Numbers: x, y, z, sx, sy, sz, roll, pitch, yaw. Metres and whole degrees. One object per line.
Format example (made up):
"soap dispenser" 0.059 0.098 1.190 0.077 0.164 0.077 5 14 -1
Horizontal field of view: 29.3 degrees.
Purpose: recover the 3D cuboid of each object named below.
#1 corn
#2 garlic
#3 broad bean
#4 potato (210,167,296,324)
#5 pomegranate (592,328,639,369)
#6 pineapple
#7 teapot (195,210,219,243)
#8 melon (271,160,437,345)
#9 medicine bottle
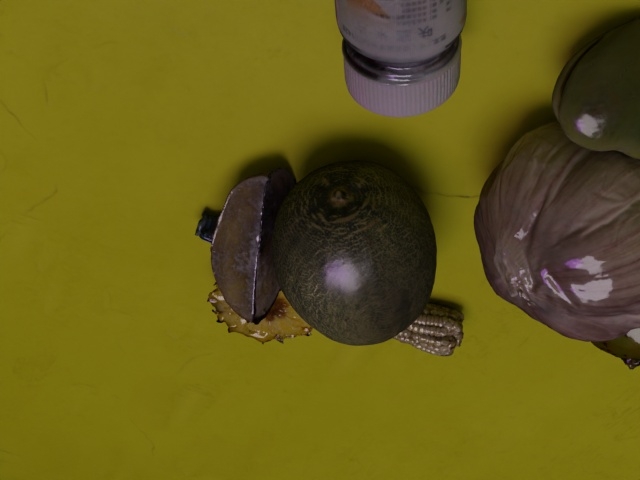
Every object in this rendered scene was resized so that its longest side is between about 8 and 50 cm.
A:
"corn" 0.142 0.140 2.098 0.211 0.087 0.087 12 142 0
"garlic" 0.353 -0.004 1.698 0.259 0.317 0.317 -26 151 -26
"broad bean" 0.430 -0.194 1.576 0.263 0.121 0.189 -1 106 -6
"potato" -0.106 -0.011 1.938 0.100 0.120 0.261 17 114 23
"pomegranate" 0.477 0.075 1.857 0.198 0.198 0.246 -4 136 17
"pineapple" -0.088 0.090 2.090 0.225 0.076 0.225 4 140 3
"teapot" -0.162 -0.008 1.991 0.083 0.063 0.049 19 148 -11
"melon" 0.054 0.026 1.847 0.249 0.248 0.329 -2 143 14
"medicine bottle" 0.097 -0.295 1.491 0.165 0.165 0.273 3 141 8
